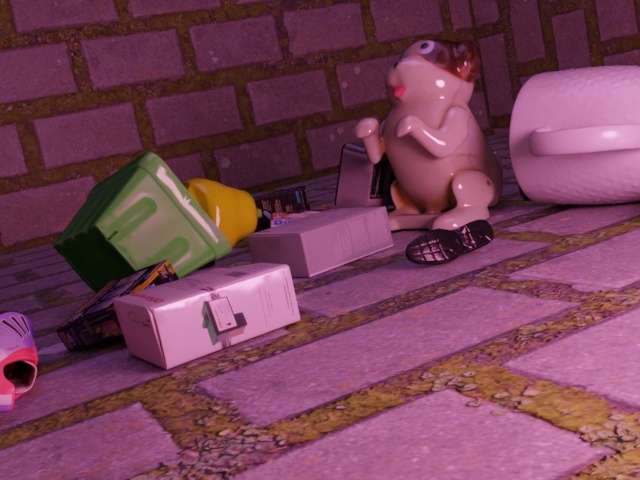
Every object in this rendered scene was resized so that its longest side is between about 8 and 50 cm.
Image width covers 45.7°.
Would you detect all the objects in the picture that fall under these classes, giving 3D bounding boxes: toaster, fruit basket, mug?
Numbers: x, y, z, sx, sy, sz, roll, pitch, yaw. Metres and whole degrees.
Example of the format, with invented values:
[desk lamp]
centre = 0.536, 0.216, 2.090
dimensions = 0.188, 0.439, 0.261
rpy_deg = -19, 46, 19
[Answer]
[toaster]
centre = 0.130, -0.166, 1.886
dimensions = 0.110, 0.185, 0.168
rpy_deg = 18, 17, 38
[fruit basket]
centre = -0.305, -0.045, 1.547
dimensions = 0.392, 0.283, 0.392
rpy_deg = -34, 16, 11
[mug]
centre = 0.551, -0.199, 1.453
dimensions = 0.328, 0.276, 0.374
rpy_deg = 4, 11, 44

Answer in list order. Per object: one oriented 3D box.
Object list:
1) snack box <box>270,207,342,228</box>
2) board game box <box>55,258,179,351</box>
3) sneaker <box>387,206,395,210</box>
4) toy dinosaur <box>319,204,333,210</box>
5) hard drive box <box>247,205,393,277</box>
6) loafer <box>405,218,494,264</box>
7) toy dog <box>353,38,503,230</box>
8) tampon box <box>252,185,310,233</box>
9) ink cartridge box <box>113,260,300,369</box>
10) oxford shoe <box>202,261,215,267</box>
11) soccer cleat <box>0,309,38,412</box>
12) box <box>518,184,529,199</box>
[snack box]
centre = -0.032, -0.048, 1.841
dimensions = 0.178, 0.022, 0.064
rpy_deg = -4, 36, -2
[board game box]
centre = -0.335, 0.107, 1.266
dimensions = 0.141, 0.048, 0.170
rpy_deg = -21, 17, 26
[sneaker]
centre = 0.195, -0.151, 2.133
dimensions = 0.110, 0.122, 0.283
rpy_deg = -19, 11, -35
[toy dinosaur]
centre = 0.050, -0.041, 1.898
dimensions = 0.212, 0.064, 0.112
rpy_deg = -15, 39, -14
[hard drive box]
centre = 0.000, 0.000, 1.544
dimensions = 0.232, 0.089, 0.181
rpy_deg = -18, 11, -37
[loafer]
centre = 0.220, 0.011, 1.328
dimensions = 0.170, 0.062, 0.061
rpy_deg = -12, -14, -21
[toy dog]
centre = 0.274, -0.247, 1.705
dimensions = 0.395, 0.407, 0.284
rpy_deg = -17, 11, -26
[tampon box]
centre = -0.110, -0.067, 2.009
dimensions = 0.161, 0.120, 0.101
rpy_deg = -11, 9, 7
[ink cartridge box]
centre = -0.168, 0.102, 1.110
dimensions = 0.219, 0.092, 0.160
rpy_deg = -18, 10, -31
[oxford shoe]
centre = -0.337, 0.017, 1.867
dimensions = 0.083, 0.096, 0.227
rpy_deg = -22, 11, -40
[soccer cleat]
centre = -0.442, 0.174, 1.061
dimensions = 0.116, 0.108, 0.318
rpy_deg = 8, 6, -5
[box]
centre = 0.565, -0.131, 1.825
dimensions = 0.162, 0.029, 0.116
rpy_deg = -9, 9, 10
